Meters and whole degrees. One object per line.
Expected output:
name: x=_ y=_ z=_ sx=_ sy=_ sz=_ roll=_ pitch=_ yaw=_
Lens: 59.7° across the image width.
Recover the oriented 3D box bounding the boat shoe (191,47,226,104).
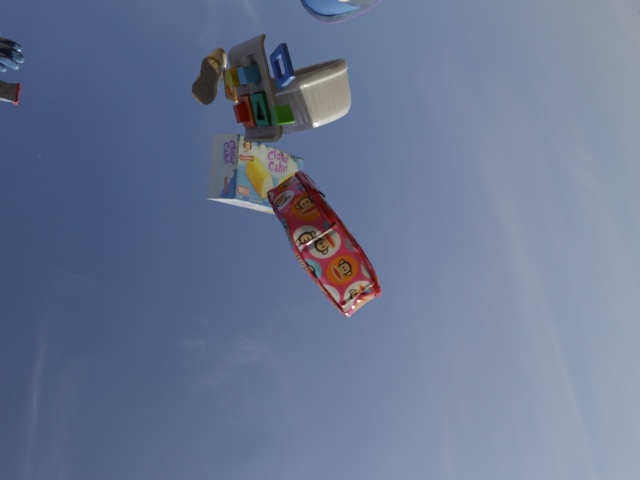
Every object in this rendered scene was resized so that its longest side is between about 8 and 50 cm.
boat shoe: x=-0.249 y=-0.375 z=1.278 sx=0.063 sy=0.170 sz=0.059 roll=32 pitch=-119 yaw=-12

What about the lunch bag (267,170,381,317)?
lunch bag: x=0.000 y=0.000 z=1.203 sx=0.293 sy=0.120 sz=0.258 roll=57 pitch=179 yaw=-28

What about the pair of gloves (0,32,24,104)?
pair of gloves: x=-0.551 y=-0.273 z=0.866 sx=0.159 sy=0.023 sz=0.198 roll=6 pitch=-127 yaw=-32

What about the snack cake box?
snack cake box: x=-0.153 y=-0.154 z=1.366 sx=0.264 sy=0.089 sz=0.152 roll=9 pitch=-95 yaw=-58

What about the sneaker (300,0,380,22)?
sneaker: x=0.033 y=-0.332 z=0.593 sx=0.130 sy=0.322 sz=0.236 roll=54 pitch=-134 yaw=-9

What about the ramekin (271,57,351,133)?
ramekin: x=-0.033 y=-0.306 z=1.192 sx=0.207 sy=0.207 sz=0.109 roll=-41 pitch=-59 yaw=-48

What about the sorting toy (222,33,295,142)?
sorting toy: x=-0.143 y=-0.290 z=1.097 sx=0.047 sy=0.347 sz=0.196 roll=-15 pitch=-74 yaw=-25
